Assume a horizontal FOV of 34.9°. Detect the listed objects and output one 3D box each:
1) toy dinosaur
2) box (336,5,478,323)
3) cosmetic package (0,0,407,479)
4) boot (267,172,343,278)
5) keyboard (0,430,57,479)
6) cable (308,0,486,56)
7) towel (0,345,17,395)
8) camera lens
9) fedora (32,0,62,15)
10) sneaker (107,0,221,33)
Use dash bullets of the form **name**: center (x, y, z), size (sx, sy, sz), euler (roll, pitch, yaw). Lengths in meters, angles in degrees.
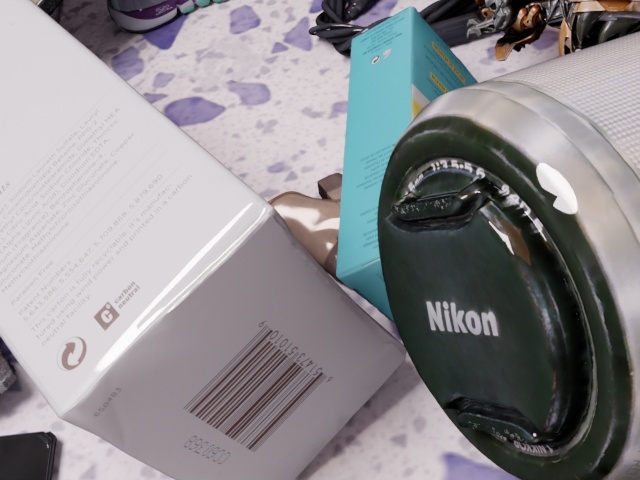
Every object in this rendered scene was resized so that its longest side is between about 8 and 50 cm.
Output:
- **toy dinosaur**: center (0.202, -0.169, 0.732), size (0.164, 0.218, 0.322), euler (-34, 49, -15)
- **box**: center (0.069, -0.053, 0.738), size (0.060, 0.100, 0.244), euler (-25, 42, 30)
- **cosmetic package**: center (-0.146, -0.017, 0.686), size (0.156, 0.217, 0.385), euler (-46, 54, -3)
- **boot**: center (0.000, 0.000, 0.765), size (0.118, 0.042, 0.087), euler (-33, 57, -4)
- **keyboard**: center (-0.231, 0.208, 0.660), size (0.108, 0.023, 0.180), euler (-6, 47, 2)
- **cable**: center (0.075, -0.226, 0.935), size (0.185, 0.047, 0.150), euler (-16, 47, 3)
- **towel**: center (-0.382, 0.064, 0.768), size (0.235, 0.121, 0.283), euler (-32, 50, -11)
- **camera lens**: center (0.186, -0.004, 0.560), size (0.274, 0.219, 0.219), euler (-20, 45, -23)
- **fedora**: center (-0.314, -0.302, 0.965), size (0.334, 0.152, 0.334), euler (-34, 32, 26)
- **sneaker**: center (-0.116, -0.292, 1.012), size (0.224, 0.098, 0.083), euler (-29, 48, -9)
